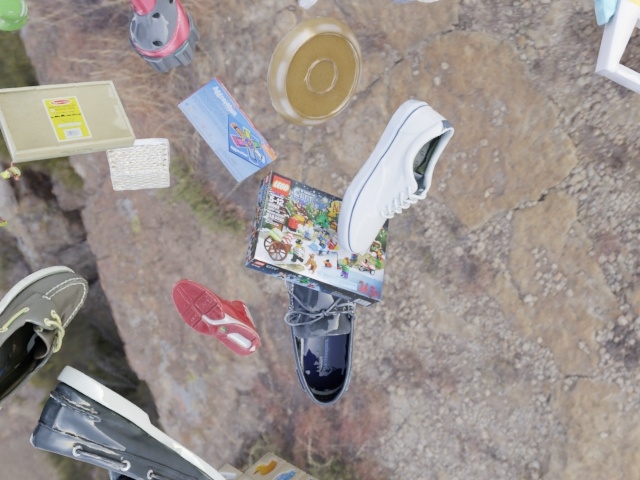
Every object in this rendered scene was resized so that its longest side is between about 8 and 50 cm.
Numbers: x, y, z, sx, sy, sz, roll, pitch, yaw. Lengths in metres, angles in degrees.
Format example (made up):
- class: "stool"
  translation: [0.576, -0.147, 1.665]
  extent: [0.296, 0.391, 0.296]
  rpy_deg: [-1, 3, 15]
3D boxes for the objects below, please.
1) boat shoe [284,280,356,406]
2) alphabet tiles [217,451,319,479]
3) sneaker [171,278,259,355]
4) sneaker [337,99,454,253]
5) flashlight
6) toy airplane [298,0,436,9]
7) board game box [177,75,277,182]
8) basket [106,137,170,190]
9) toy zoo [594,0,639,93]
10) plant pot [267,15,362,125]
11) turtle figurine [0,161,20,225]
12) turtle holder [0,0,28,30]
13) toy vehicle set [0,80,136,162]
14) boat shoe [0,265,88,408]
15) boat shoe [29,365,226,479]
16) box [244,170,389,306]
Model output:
- class: "boat shoe"
  translation: [0.005, 0.180, 1.704]
  extent: [0.187, 0.156, 0.500]
  rpy_deg: [-3, 105, -2]
- class: "alphabet tiles"
  translation: [-0.122, 0.449, 1.039]
  extent: [0.342, 0.285, 0.011]
  rpy_deg: [6, 126, 53]
- class: "sneaker"
  translation: [-0.228, 0.151, 1.480]
  extent: [0.087, 0.128, 0.221]
  rpy_deg: [-42, 108, 5]
- class: "sneaker"
  translation: [0.110, -0.083, 1.038]
  extent: [0.091, 0.094, 0.258]
  rpy_deg: [39, 113, 36]
- class: "flashlight"
  translation: [-0.256, -0.340, 0.933]
  extent: [0.103, 0.304, 0.103]
  rpy_deg: [-14, 77, 6]
- class: "toy airplane"
  translation: [0.083, -0.582, 1.313]
  extent: [0.384, 0.386, 0.272]
  rpy_deg: [86, 168, -56]
- class: "board game box"
  translation: [-0.262, -0.311, 1.949]
  extent: [0.145, 0.027, 0.281]
  rpy_deg: [-29, 111, 22]
- class: "basket"
  translation: [-0.491, -0.204, 1.864]
  extent: [0.113, 0.167, 0.103]
  rpy_deg: [116, 147, -66]
- class: "toy zoo"
  translation: [0.507, -0.281, 0.952]
  extent: [0.293, 0.030, 0.192]
  rpy_deg: [23, 91, -11]
- class: "plant pot"
  translation: [-0.001, -0.348, 1.447]
  extent: [0.032, 0.236, 0.236]
  rpy_deg: [40, 132, 44]
- class: "turtle figurine"
  translation: [-0.952, -0.147, 1.964]
  extent: [0.270, 0.087, 0.217]
  rpy_deg: [-10, 84, 0]
- class: "turtle holder"
  translation: [-0.652, -0.406, 1.110]
  extent: [0.227, 0.320, 0.243]
  rpy_deg: [10, 133, 44]
- class: "toy vehicle set"
  translation: [-0.566, -0.268, 1.524]
  extent: [0.035, 0.267, 0.166]
  rpy_deg: [-46, 64, 52]
- class: "boat shoe"
  translation: [-0.403, 0.137, 0.923]
  extent: [0.091, 0.305, 0.109]
  rpy_deg: [12, 122, 16]
- class: "boat shoe"
  translation: [-0.240, 0.297, 0.899]
  extent: [0.127, 0.113, 0.340]
  rpy_deg: [12, 149, 37]
- class: "box"
  translation: [0.000, 0.000, 1.137]
  extent: [0.044, 0.233, 0.159]
  rpy_deg: [-33, 43, 55]
